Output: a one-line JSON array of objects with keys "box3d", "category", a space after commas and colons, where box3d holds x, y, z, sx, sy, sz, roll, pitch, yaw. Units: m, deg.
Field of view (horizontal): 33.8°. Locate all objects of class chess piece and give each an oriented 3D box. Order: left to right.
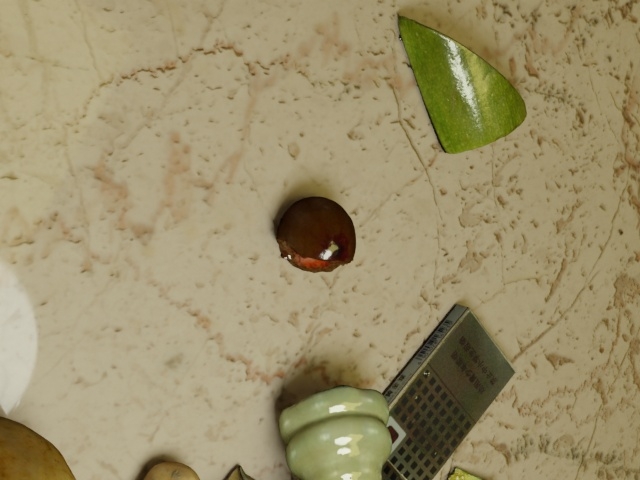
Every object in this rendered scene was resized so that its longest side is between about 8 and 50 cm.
[{"box3d": [0.045, 0.401, 1.560, 0.182, 0.182, 0.330, 16, 48, -35], "category": "chess piece"}]

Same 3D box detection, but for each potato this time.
[{"box3d": [-0.220, 0.395, 1.533, 0.112, 0.112, 0.147, 3, 89, -34], "category": "potato"}]

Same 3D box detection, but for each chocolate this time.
[{"box3d": [0.000, 0.000, 1.590, 0.124, 0.133, 0.127, -18, 111, -33], "category": "chocolate"}]

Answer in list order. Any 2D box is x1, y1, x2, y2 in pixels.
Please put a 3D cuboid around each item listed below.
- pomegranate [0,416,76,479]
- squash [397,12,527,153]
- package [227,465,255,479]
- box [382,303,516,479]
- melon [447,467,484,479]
[{"box3d": [-0.426, 0.364, 1.279, 0.307, 0.307, 0.307, -7, 102, -33], "category": "pomegranate"}, {"box3d": [0.244, -0.285, 1.723, 0.169, 0.093, 0.252, -33, 115, -23], "category": "squash"}, {"box3d": [-0.071, 0.537, 1.622, 0.165, 0.221, 0.311, -41, 120, 2], "category": "package"}, {"box3d": [0.193, 0.288, 1.819, 0.325, 0.047, 0.180, -48, 120, -17], "category": "box"}, {"box3d": [0.215, 0.498, 1.873, 0.262, 0.053, 0.114, -38, 109, -23], "category": "melon"}]
